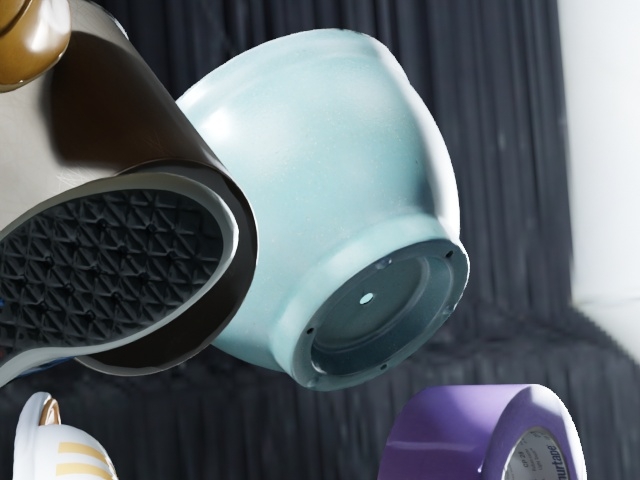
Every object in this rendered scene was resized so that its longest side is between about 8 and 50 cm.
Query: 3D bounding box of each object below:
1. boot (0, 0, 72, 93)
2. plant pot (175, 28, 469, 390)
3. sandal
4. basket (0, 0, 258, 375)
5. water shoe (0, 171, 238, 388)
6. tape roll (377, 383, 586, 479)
[{"bbox_3d":[-0.132,-0.175,0.787,0.211,0.104,0.295,-40,-6,16],"label":"boot"},{"bbox_3d":[0.000,0.000,1.357,0.293,0.196,0.293,-26,-33,-18],"label":"plant pot"},{"bbox_3d":[-0.154,0.210,1.043,0.076,0.102,0.265,-6,42,-2],"label":"sandal"},{"bbox_3d":[-0.146,-0.026,0.945,0.227,0.204,0.154,38,-11,51],"label":"basket"},{"bbox_3d":[-0.128,0.021,0.747,0.203,0.073,0.080,-26,10,14],"label":"water shoe"},{"bbox_3d":[0.117,0.195,1.141,0.080,0.188,0.189,-4,-1,30],"label":"tape roll"}]
